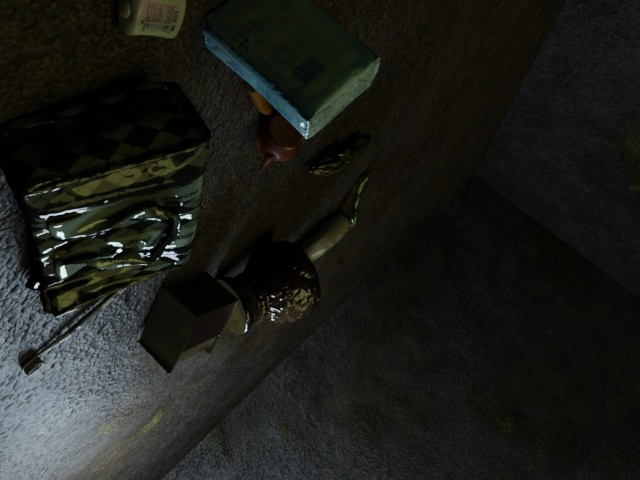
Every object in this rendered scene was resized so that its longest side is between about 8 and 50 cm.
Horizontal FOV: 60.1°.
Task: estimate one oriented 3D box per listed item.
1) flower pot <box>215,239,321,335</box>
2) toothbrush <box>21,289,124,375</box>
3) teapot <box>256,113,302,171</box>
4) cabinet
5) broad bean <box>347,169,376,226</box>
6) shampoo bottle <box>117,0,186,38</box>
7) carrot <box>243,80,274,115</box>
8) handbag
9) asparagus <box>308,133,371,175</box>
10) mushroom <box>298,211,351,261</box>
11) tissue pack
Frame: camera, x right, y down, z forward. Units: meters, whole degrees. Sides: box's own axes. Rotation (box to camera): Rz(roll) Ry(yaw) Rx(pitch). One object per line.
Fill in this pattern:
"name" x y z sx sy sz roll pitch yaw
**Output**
"flower pot" -0.180 0.158 1.738 0.267 0.266 0.266 -22 150 -36
"toothbrush" -0.549 0.194 1.249 0.288 0.026 0.024 -44 160 -19
"teapot" -0.103 -0.238 1.301 0.116 0.116 0.173 96 12 -62
"cabinet" -0.373 0.224 1.546 0.175 0.148 0.215 -19 142 -58
"broad bean" 0.144 -0.161 2.094 0.039 0.069 0.227 -120 -131 -68
"shampoo bottle" -0.250 -0.333 0.808 0.099 0.043 0.072 -24 150 -53
"carrot" -0.125 -0.303 1.183 0.048 0.048 0.139 -47 164 -7
"handbag" -0.369 -0.045 0.962 0.317 0.180 0.416 -28 160 -30
"asparagus" 0.061 -0.255 1.702 0.287 0.080 0.080 -32 157 -41
"mushroom" 0.000 0.000 2.091 0.351 0.095 0.123 -38 -176 -29
"tissue pack" -0.051 -0.321 0.950 0.177 0.263 0.089 -43 166 -16
